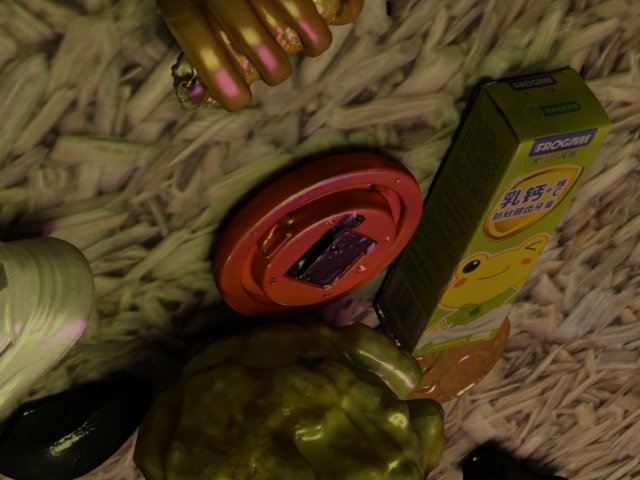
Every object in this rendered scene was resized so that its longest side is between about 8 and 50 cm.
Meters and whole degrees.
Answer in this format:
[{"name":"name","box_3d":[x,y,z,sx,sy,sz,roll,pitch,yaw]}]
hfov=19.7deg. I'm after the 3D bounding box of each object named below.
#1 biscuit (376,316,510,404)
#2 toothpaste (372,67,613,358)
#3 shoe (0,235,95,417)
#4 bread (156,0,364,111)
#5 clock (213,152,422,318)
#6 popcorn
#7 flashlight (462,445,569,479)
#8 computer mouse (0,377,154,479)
[{"name":"biscuit","box_3d":[0.087,0.158,1.981,0.202,0.044,0.288,13,127,-50]},{"name":"toothpaste","box_3d":[0.157,-0.019,1.745,0.110,0.077,0.327,-11,144,-29]},{"name":"shoe","box_3d":[-0.332,0.099,1.461,0.316,0.124,0.159,-43,148,9]},{"name":"bread","box_3d":[-0.043,-0.166,1.354,0.177,0.084,0.119,-35,150,-1]},{"name":"clock","box_3d":[0.000,0.000,1.663,0.205,0.051,0.205,-21,149,-14]},{"name":"popcorn","box_3d":[-0.033,0.214,1.722,0.335,0.279,0.274,-1,-178,-43]},{"name":"flashlight","box_3d":[0.255,0.319,2.316,0.093,0.093,0.232,-38,148,12]},{"name":"computer mouse","box_3d":[-0.225,0.184,1.729,0.172,0.057,0.099,-25,147,-16]}]
